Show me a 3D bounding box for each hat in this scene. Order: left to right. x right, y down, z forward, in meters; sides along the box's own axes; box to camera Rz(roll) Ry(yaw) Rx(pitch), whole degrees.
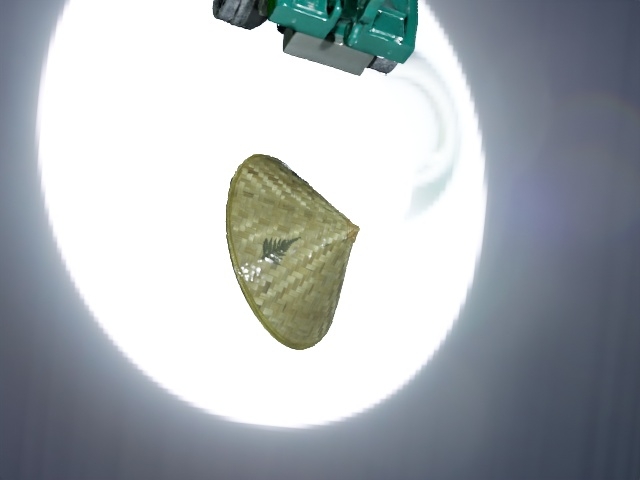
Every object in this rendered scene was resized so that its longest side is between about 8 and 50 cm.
[{"bbox_3d":[0.000,0.000,1.224,0.067,0.146,0.146,-16,-10,28],"label":"hat"}]

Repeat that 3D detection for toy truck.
[{"bbox_3d":[0.024,-0.296,1.497,0.176,0.363,0.178,16,-39,-20],"label":"toy truck"}]
